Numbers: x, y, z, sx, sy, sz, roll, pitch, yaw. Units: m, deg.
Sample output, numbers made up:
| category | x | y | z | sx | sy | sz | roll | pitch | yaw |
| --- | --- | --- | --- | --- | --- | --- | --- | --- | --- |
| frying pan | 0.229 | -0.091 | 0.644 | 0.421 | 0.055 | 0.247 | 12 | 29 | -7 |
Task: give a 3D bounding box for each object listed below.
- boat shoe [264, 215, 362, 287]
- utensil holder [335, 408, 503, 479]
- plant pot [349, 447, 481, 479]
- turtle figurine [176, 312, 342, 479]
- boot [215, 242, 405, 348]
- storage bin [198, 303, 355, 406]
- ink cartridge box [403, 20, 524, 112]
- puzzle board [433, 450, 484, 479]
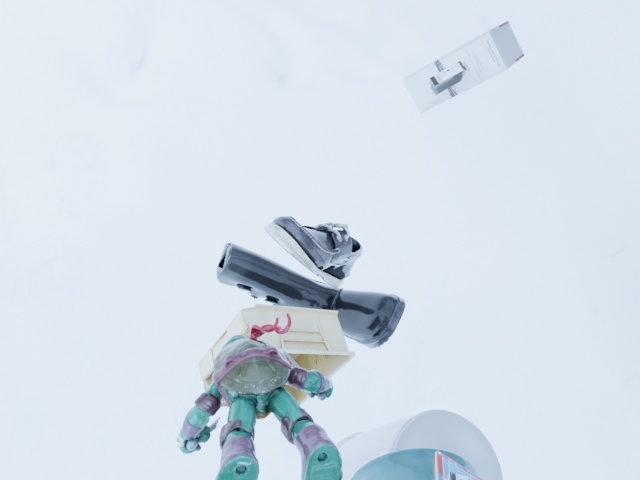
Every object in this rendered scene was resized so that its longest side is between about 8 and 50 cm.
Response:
| category | x | y | z | sx | sy | sz | roll | pitch | yaw |
| --- | --- | --- | --- | --- | --- | --- | --- | --- | --- |
| boat shoe | 0.000 | 0.000 | 0.677 | 0.075 | 0.206 | 0.065 | 42 | 90 | 21 |
| utensil holder | 0.214 | 0.609 | 1.529 | 0.328 | 0.385 | 0.327 | 12 | 59 | -21 |
| plant pot | 0.128 | 0.397 | 0.716 | 0.272 | 0.271 | 0.255 | 22 | 31 | -16 |
| turtle figurine | -0.068 | 0.163 | 0.632 | 0.175 | 0.234 | 0.118 | -19 | 113 | -10 |
| boot | -0.044 | 0.125 | 1.618 | 0.445 | 0.367 | 0.146 | 29 | 70 | -12 |
| storage bin | -0.109 | 0.271 | 1.422 | 0.260 | 0.262 | 0.123 | 9 | 48 | -33 |
| ink cartridge box | 0.196 | -0.236 | 0.846 | 0.099 | 0.135 | 0.056 | -40 | 104 | -50 |
| puzzle board | 0.104 | 0.175 | 0.330 | 0.096 | 0.011 | 0.128 | 34 | 17 | -2 |
